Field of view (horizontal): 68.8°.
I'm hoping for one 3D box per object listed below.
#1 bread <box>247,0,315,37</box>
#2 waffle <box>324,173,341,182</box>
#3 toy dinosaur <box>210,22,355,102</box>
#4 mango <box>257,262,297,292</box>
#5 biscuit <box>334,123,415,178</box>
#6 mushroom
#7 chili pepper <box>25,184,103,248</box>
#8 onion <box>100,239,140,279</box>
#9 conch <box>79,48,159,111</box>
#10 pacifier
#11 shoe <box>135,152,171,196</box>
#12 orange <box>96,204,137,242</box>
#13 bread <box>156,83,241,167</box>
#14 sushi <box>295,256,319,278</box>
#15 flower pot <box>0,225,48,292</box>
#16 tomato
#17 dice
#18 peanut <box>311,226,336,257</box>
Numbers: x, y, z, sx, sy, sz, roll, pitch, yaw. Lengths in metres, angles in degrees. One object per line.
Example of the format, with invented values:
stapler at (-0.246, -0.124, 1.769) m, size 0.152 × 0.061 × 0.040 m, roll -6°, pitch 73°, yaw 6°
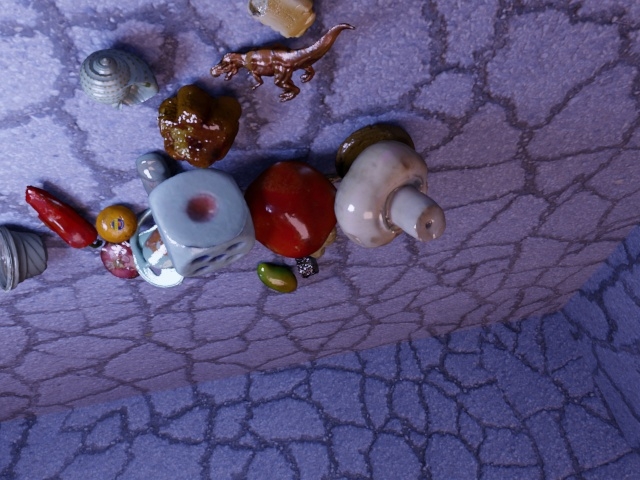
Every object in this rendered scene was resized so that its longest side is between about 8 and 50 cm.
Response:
bread at (-0.096, -0.567, 1.128) m, size 0.177 × 0.084 × 0.119 m, roll 20°, pitch 136°, yaw -40°
waffle at (-0.001, -0.228, 1.717) m, size 0.153 × 0.023 × 0.097 m, roll -25°, pitch 146°, yaw 20°
toy dinosaur at (-0.077, -0.466, 1.239) m, size 0.432 × 0.097 × 0.208 m, roll -6°, pitch 162°, yaw 24°
mango at (-0.196, 0.172, 2.170) m, size 0.125 × 0.111 × 0.233 m, roll -40°, pitch 127°, yaw 14°
biscuit at (0.189, -0.295, 1.634) m, size 0.296 × 0.075 × 0.296 m, roll -11°, pitch 145°, yaw -7°
mushroom at (0.209, -0.147, 1.497) m, size 0.353 × 0.353 × 0.325 m, roll -24°, pitch 106°, yaw 16°
chili pepper at (-0.864, -0.065, 1.590) m, size 0.110 × 0.110 × 0.387 m, roll -16°, pitch 144°, yaw 5°
onion at (-0.743, 0.056, 1.798) m, size 0.184 × 0.147 × 0.183 m, roll 1°, pitch 106°, yaw 3°
conch at (-0.514, -0.411, 1.179) m, size 0.172 × 0.131 × 0.200 m, roll -27°, pitch -168°, yaw -18°
pacifier at (-0.536, 0.004, 1.745) m, size 0.343 × 0.288 × 0.269 m, roll -40°, pitch 176°, yaw 5°
shoe at (-0.533, -0.178, 1.543) m, size 0.103 × 0.100 × 0.251 m, roll -10°, pitch 149°, yaw -3°
orange at (-0.713, -0.058, 1.637) m, size 0.136 × 0.135 × 0.117 m, roll 5°, pitch 177°, yaw -25°
bread at (-0.357, -0.324, 1.355) m, size 0.232 × 0.135 × 0.246 m, roll 16°, pitch 142°, yaw -17°
sushi at (-0.059, 0.120, 2.165) m, size 0.084 × 0.098 × 0.094 m, roll -22°, pitch 164°, yaw 20°
flower pot at (-1.051, 0.056, 1.636) m, size 0.141 × 0.235 × 0.235 m, roll -9°, pitch 154°, yaw -49°
tomato at (-0.095, -0.105, 1.605) m, size 0.325 × 0.293 × 0.290 m, roll 52°, pitch 154°, yaw -23°
dice at (-0.377, -0.056, 1.495) m, size 0.265 × 0.268 × 0.262 m, roll -23°, pitch 167°, yaw -20°
peanut at (0.000, 0.000, 1.992) m, size 0.103 × 0.098 × 0.229 m, roll 29°, pitch 137°, yaw -10°
